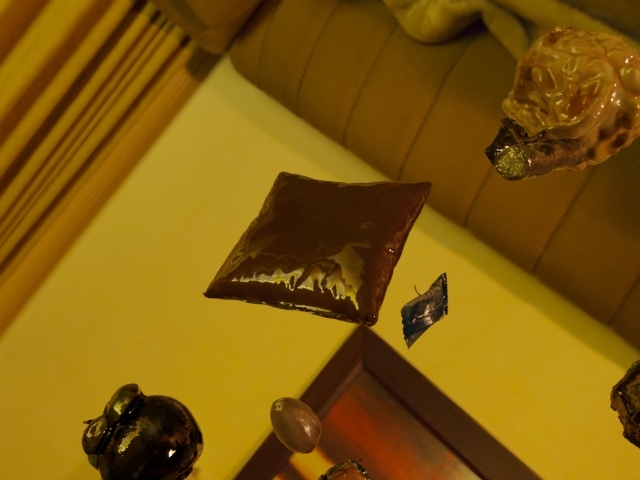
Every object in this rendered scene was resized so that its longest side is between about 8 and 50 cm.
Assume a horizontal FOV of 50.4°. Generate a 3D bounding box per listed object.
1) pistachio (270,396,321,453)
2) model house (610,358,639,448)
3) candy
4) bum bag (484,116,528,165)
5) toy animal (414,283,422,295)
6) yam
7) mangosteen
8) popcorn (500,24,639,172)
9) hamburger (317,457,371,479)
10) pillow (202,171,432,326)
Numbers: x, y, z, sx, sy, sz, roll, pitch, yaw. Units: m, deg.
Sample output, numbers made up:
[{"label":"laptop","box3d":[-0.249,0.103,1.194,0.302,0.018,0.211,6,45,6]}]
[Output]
[{"label":"pistachio","box3d":[-0.066,0.488,1.805,0.108,0.126,0.185,-79,-33,-63]},{"label":"model house","box3d":[0.556,0.277,1.101,0.106,0.165,0.152,8,-140,-8]},{"label":"candy","box3d":[0.176,0.120,1.136,0.038,0.136,0.088,19,127,37]},{"label":"bum bag","box3d":[0.567,-0.306,2.016,0.069,0.248,0.102,20,152,42]},{"label":"toy animal","box3d":[0.259,0.133,1.638,0.084,0.028,0.050,46,-154,11]},{"label":"yam","box3d":[0.363,-0.135,1.105,0.061,0.061,0.253,39,-148,28]},{"label":"mangosteen","box3d":[-0.368,0.418,1.406,0.243,0.243,0.243,38,-179,-1]},{"label":"popcorn","box3d":[0.581,-0.311,1.591,0.349,0.381,0.349,33,141,32]},{"label":"hamburger","box3d":[0.060,0.699,1.900,0.164,0.189,0.093,62,163,-6]},{"label":"pillow","box3d":[0.000,0.000,1.130,0.308,0.305,0.108,6,138,27]}]
